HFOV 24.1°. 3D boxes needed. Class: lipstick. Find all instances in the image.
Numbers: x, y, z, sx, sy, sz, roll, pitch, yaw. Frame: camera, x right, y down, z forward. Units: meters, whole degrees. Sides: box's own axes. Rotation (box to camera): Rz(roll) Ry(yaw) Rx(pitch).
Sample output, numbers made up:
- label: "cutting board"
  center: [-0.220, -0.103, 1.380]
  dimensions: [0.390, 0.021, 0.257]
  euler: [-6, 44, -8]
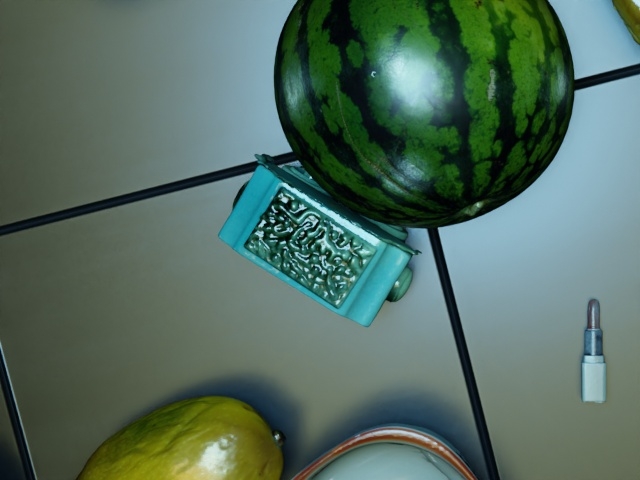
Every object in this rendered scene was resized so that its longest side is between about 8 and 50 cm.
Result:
- label: "lipstick"
  center: [0.285, 0.115, 1.562]
  dimensions: [0.025, 0.025, 0.107]
  euler: [-1, 89, 7]

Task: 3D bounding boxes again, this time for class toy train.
- label: "toy train"
  center: [0.000, 0.000, 1.519]
  dimensions: [0.203, 0.163, 0.112]
  euler: [29, 99, 4]

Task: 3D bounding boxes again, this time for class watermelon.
- label: "watermelon"
  center: [0.098, -0.151, 1.431]
  dimensions: [0.285, 0.285, 0.285]
  euler: [1, 95, 7]

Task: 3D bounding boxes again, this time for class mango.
- label: "mango"
  center: [-0.185, 0.298, 1.583]
  dimensions: [0.359, 0.144, 0.187]
  euler: [-42, 77, 15]

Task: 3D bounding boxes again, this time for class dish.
- label: "dish"
  center: [0.075, 0.308, 1.559]
  dimensions: [0.256, 0.117, 0.256]
  euler: [1, 95, 7]

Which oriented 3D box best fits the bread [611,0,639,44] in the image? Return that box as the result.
- label: "bread"
  center: [0.400, -0.364, 1.447]
  dimensions: [0.337, 0.148, 0.328]
  euler: [-31, 86, 11]
